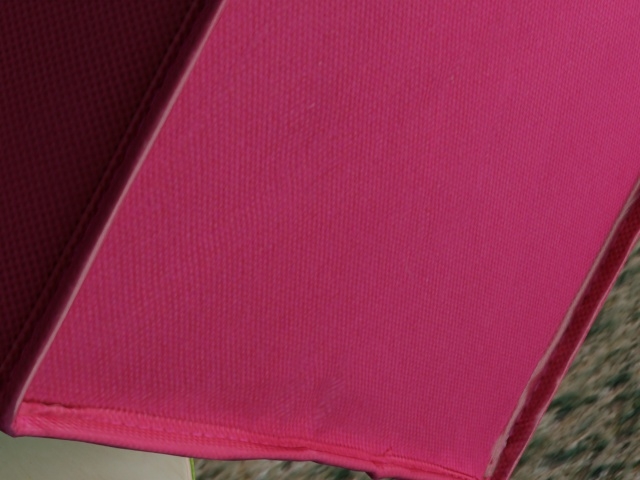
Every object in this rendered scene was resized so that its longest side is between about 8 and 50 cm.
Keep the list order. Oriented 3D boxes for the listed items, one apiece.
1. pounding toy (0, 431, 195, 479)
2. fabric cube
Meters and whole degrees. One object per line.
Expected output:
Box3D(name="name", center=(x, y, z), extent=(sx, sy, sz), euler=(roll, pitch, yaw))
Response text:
Box3D(name="pounding toy", center=(-0.154, 0.136, 0.899), extent=(0.182, 0.110, 0.237), euler=(-5, 101, -8))
Box3D(name="fabric cube", center=(-0.040, -0.107, 0.493), extent=(0.254, 0.258, 0.259), euler=(-62, 151, 3))
